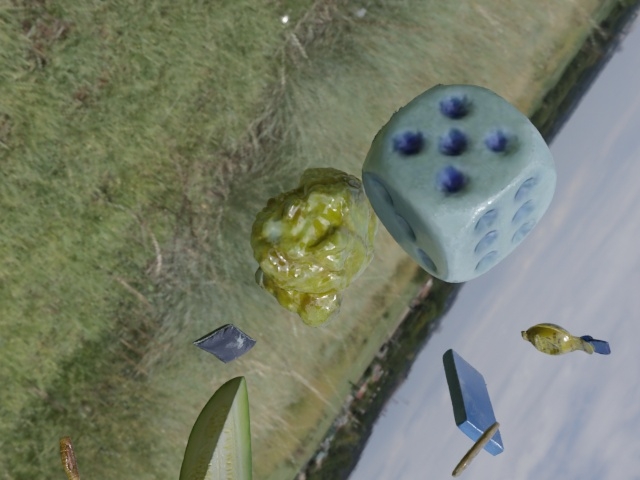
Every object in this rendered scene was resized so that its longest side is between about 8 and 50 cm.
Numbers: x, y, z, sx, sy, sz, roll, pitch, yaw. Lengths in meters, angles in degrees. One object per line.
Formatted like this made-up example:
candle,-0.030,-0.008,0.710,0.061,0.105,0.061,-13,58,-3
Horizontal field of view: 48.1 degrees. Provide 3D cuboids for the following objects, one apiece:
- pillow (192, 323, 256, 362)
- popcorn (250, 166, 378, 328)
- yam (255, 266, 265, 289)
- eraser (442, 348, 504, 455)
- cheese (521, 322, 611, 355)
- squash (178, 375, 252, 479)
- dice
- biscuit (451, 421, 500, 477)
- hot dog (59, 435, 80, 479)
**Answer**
pillow,-0.288,0.317,2.213,0.141,0.055,0.208,-28,150,7
popcorn,0.005,-0.002,1.611,0.334,0.292,0.293,-49,-167,-21
yam,-0.112,0.055,1.807,0.070,0.069,0.147,92,24,-72
eraser,0.399,0.422,1.900,0.042,0.144,0.312,-44,-163,20
cheese,0.708,0.293,2.074,0.064,0.250,0.157,-63,142,-27
squash,-0.264,0.473,1.652,0.203,0.111,0.289,-1,84,-50
dice,0.254,-0.103,1.332,0.264,0.262,0.268,-37,151,-10
biscuit,0.290,0.391,1.339,0.147,0.018,0.071,-33,154,-36
hot dog,-0.725,0.633,2.067,0.044,0.137,0.028,-7,170,-44
